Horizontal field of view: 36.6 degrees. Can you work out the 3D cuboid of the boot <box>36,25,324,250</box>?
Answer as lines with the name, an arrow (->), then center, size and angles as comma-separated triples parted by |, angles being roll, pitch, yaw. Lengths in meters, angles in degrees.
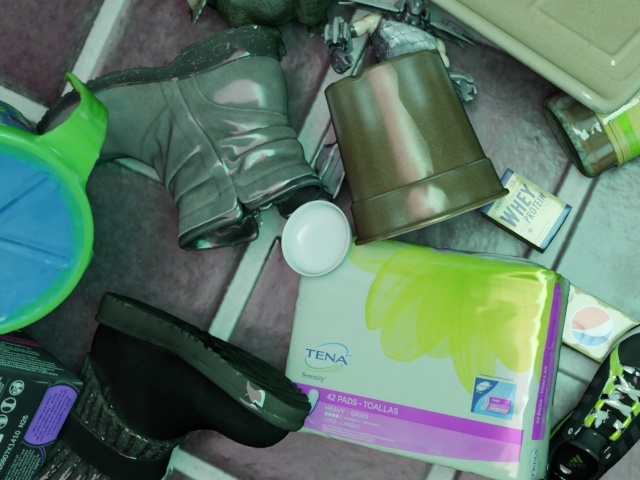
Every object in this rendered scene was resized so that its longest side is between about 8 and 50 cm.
boot -> -0.175, -0.087, 1.109 | 0.338, 0.118, 0.222 | -21, 73, 22

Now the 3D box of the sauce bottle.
sauce bottle -> 0.413, -0.193, 1.033 | 0.344, 0.111, 0.111 | -30, 81, 9

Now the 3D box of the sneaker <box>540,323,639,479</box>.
sneaker -> 0.300, 0.190, 0.996 | 0.084, 0.097, 0.234 | 32, 120, 11

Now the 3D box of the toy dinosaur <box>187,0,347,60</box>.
toy dinosaur -> -0.035, -0.287, 1.107 | 0.314, 0.160, 0.121 | -5, 85, 12

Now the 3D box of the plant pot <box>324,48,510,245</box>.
plant pot -> 0.087, -0.098, 0.992 | 0.167, 0.167, 0.165 | -20, 92, 9

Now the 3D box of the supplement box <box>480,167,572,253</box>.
supplement box -> 0.227, -0.031, 1.073 | 0.083, 0.083, 0.056 | 33, 93, 12

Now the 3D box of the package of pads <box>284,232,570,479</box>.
package of pads -> 0.107, 0.115, 1.047 | 0.297, 0.101, 0.229 | 7, 87, 27

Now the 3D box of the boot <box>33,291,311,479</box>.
boot -> -0.176, 0.225, 1.071 | 0.348, 0.131, 0.260 | 19, 85, 47

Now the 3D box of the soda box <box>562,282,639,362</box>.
soda box -> 0.322, 0.109, 1.057 | 0.181, 0.058, 0.061 | 30, 92, 13

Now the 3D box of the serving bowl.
serving bowl -> 0.000, 0.000, 1.048 | 0.083, 0.027, 0.083 | -7, 76, 27

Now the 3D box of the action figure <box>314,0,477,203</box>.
action figure -> 0.077, -0.164, 1.101 | 0.185, 0.099, 0.285 | 18, 97, -4

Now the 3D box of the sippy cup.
sippy cup -> -0.375, -0.050, 1.039 | 0.306, 0.224, 0.240 | -9, 120, -17

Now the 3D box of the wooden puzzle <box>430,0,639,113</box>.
wooden puzzle -> 0.284, -0.312, 1.036 | 0.348, 0.080, 0.322 | -42, 64, -13

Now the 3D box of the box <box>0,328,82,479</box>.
box -> -0.431, 0.161, 1.115 | 0.270, 0.143, 0.165 | 28, 91, 37
